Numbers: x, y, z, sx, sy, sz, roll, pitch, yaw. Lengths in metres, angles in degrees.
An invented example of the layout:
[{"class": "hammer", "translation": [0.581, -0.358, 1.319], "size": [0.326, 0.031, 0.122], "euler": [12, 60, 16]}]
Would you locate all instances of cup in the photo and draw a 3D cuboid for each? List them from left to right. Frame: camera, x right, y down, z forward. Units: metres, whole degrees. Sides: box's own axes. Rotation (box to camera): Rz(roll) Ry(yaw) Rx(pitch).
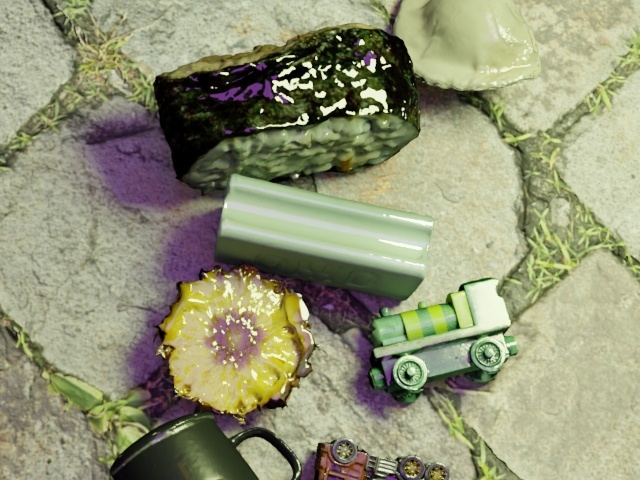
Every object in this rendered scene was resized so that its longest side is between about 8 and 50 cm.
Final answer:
[{"class": "cup", "translation": [-0.138, 0.300, 1.694], "size": [0.223, 0.169, 0.177], "euler": [-28, 72, -18]}]

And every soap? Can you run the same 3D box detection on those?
[{"class": "soap", "translation": [0.000, 0.000, 1.786], "size": [0.265, 0.160, 0.088], "euler": [12, 75, -4]}]

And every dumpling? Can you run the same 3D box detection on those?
[{"class": "dumpling", "translation": [0.190, -0.274, 1.898], "size": [0.172, 0.142, 0.247], "euler": [-28, 52, -12]}]

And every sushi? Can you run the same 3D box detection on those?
[{"class": "sushi", "translation": [-0.041, -0.176, 1.809], "size": [0.350, 0.211, 0.171], "euler": [-12, 73, -15]}]

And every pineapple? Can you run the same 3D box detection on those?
[{"class": "pineapple", "translation": [-0.111, 0.133, 1.781], "size": [0.224, 0.076, 0.225], "euler": [2, 78, -8]}]

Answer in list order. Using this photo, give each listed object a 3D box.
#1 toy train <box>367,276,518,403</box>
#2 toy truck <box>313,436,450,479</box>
[{"class": "toy train", "translation": [0.154, 0.132, 1.810], "size": [0.200, 0.083, 0.132], "euler": [-12, 74, -9]}, {"class": "toy truck", "translation": [0.083, 0.312, 1.754], "size": [0.192, 0.083, 0.092], "euler": [15, 79, -3]}]
